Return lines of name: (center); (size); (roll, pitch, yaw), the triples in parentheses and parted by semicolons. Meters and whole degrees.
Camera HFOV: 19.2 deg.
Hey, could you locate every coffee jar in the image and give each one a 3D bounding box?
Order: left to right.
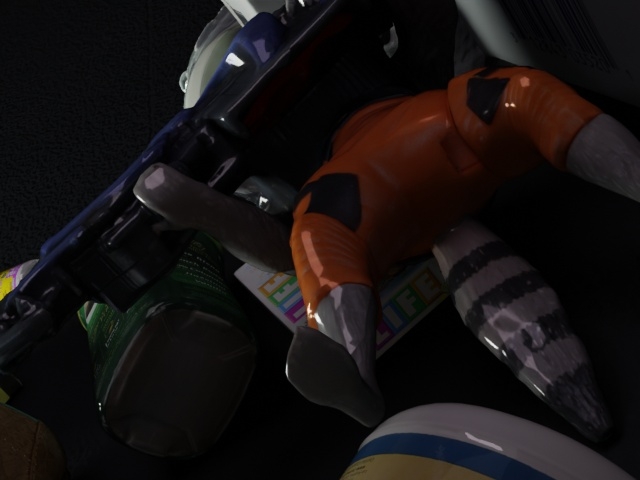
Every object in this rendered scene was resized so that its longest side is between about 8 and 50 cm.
coffee jar: (-0.092, 0.044, 1.097); (0.096, 0.079, 0.184); (-62, 21, 16)

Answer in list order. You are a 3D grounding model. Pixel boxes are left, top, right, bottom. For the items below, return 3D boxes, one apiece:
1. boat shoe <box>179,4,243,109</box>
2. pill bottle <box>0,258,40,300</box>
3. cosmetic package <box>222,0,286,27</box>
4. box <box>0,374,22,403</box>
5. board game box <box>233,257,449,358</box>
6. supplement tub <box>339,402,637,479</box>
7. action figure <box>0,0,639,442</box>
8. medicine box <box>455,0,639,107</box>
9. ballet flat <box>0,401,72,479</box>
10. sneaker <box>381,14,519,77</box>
boat shoe: (-0.054, -0.122, 1.353); (0.081, 0.079, 0.227); (-30, 20, 35)
pill bottle: (-0.221, 0.044, 1.327); (0.083, 0.043, 0.043); (-22, 30, 34)
cosmetic package: (-0.039, -0.174, 1.212); (0.060, 0.239, 0.099); (-41, 24, -6)
box: (-0.301, 0.149, 1.215); (0.058, 0.087, 0.232); (-5, 42, 54)
board game box: (0.019, 0.015, 1.067); (0.103, 0.026, 0.154); (-42, 25, -5)
supplement tub: (0.033, 0.171, 0.646); (0.144, 0.144, 0.200); (-6, 41, 50)
action figure: (0.000, 0.000, 0.933); (0.341, 0.178, 0.330); (-43, 26, -1)
medicine box: (0.222, -0.212, 0.994); (0.289, 0.149, 0.263); (-36, 24, -10)
ballet flat: (-0.286, 0.210, 1.039); (0.342, 0.124, 0.116); (-46, 15, -13)
sneaker: (0.083, -0.163, 1.153); (0.086, 0.132, 0.229); (-14, 35, 43)
